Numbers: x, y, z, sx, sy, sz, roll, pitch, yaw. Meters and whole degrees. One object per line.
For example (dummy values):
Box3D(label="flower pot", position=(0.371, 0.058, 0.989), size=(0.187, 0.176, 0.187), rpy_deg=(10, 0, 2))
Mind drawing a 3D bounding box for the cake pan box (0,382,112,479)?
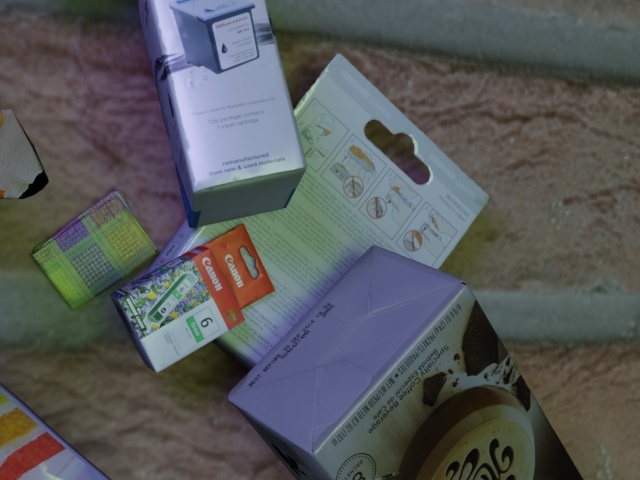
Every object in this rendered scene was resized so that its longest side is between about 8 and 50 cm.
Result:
Box3D(label="cake pan box", position=(-0.295, 0.200, 0.784), size=(0.246, 0.070, 0.267), rpy_deg=(42, 76, 3))

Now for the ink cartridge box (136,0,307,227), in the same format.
Box3D(label="ink cartridge box", position=(-0.074, -0.118, 0.835), size=(0.082, 0.139, 0.190), rpy_deg=(-14, 82, -10))

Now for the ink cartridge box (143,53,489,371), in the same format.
Box3D(label="ink cartridge box", position=(0.000, 0.000, 0.956), size=(0.189, 0.066, 0.232), rpy_deg=(41, 73, -21))

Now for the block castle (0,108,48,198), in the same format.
Box3D(label="block castle", position=(-0.397, 0.003, 0.616), size=(0.453, 0.213, 0.303), rpy_deg=(-55, 127, -29))

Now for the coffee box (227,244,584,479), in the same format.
Box3D(label="coffee box", position=(0.086, 0.173, 0.932), size=(0.168, 0.119, 0.297), rpy_deg=(-46, 126, -16))

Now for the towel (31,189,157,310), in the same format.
Box3D(label="towel", position=(-0.169, 0.007, 0.902), size=(0.083, 0.009, 0.060), rpy_deg=(-39, 109, -17))

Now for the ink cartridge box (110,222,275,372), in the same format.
Box3D(label="ink cartridge box", position=(-0.088, 0.040, 0.873), size=(0.115, 0.029, 0.063), rpy_deg=(-30, 105, -19))
